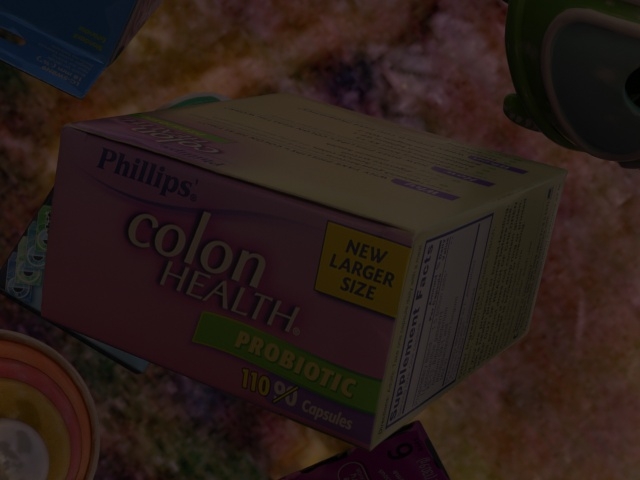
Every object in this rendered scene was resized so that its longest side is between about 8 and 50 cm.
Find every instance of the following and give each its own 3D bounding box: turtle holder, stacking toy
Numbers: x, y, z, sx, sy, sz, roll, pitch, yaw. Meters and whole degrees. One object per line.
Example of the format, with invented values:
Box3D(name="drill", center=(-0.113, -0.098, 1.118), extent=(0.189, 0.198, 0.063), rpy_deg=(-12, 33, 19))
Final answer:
Box3D(name="turtle holder", center=(0.298, -0.154, 1.084), extent=(0.227, 0.243, 0.320), rpy_deg=(32, -54, 52))
Box3D(name="stacking toy", center=(-0.460, 0.292, 1.674), extent=(0.350, 0.350, 0.480), rpy_deg=(53, -16, -5))

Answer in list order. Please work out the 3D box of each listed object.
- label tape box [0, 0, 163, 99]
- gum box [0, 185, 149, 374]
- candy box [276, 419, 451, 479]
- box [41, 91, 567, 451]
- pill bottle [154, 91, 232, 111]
Box3D(name="label tape box", center=(-0.279, -0.311, 1.262), extent=(0.240, 0.106, 0.334), rpy_deg=(26, 35, -5))
Box3D(name="gum box", center=(-0.233, 0.031, 1.311), extent=(0.184, 0.157, 0.041), rpy_deg=(32, -18, -13))
Box3D(name="candy box", center=(-0.006, 0.236, 0.804), extent=(0.159, 0.233, 0.071), rpy_deg=(-118, -175, -49))
Box3D(name="box", center=(0.000, 0.000, 0.721), extent=(0.213, 0.117, 0.243), rpy_deg=(18, 18, 24))
Box3D(name="pill bottle", center=(-0.111, -0.028, 1.650), extent=(0.361, 0.204, 0.204), rpy_deg=(52, -3, 42))
